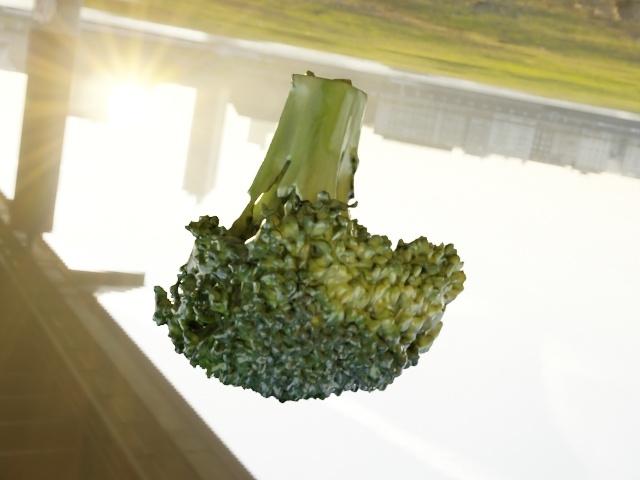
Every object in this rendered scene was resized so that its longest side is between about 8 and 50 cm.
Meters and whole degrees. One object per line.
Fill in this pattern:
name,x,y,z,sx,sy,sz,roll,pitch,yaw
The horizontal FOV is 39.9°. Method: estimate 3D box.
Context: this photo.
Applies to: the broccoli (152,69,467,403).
broccoli,0.010,0.021,0.850,0.249,0.302,0.375,37,-172,7
